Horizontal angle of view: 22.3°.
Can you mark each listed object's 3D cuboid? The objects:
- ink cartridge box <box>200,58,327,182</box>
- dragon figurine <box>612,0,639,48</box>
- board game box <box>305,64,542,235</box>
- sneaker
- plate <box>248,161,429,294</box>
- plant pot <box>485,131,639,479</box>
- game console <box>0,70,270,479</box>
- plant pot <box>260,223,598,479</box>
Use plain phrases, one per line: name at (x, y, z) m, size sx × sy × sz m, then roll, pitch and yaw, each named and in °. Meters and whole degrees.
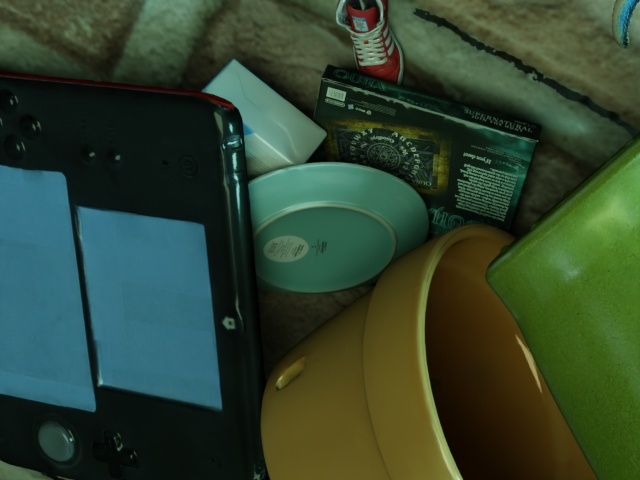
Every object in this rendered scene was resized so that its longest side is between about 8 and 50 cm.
ink cartridge box at (-0.088, -0.058, 1.389) m, size 0.104 × 0.060 × 0.180 m, roll 38°, pitch 134°, yaw -4°
dragon figurine at (0.302, -0.267, 1.220) m, size 0.144 × 0.085 × 0.289 m, roll 10°, pitch 112°, yaw 9°
board game box at (0.081, -0.067, 1.366) m, size 0.186 × 0.026 × 0.126 m, roll 17°, pitch 130°, yaw 5°
sneaker at (0.040, -0.166, 1.329) m, size 0.042 × 0.067 × 0.118 m, roll -5°, pitch 111°, yaw 14°
plate at (0.000, 0.000, 1.371) m, size 0.188 × 0.024 × 0.188 m, roll -4°, pitch 145°, yaw -2°
plant pot at (0.326, 0.077, 1.238) m, size 0.366 × 0.366 × 0.353 m, roll -42°, pitch 86°, yaw 23°
game console at (-0.202, 0.044, 1.413) m, size 0.342 × 0.060 × 0.386 m, roll 10°, pitch 116°, yaw 32°
plant pot at (0.088, 0.155, 1.344) m, size 0.203 × 0.291 × 0.291 m, roll -22°, pitch 106°, yaw 33°
